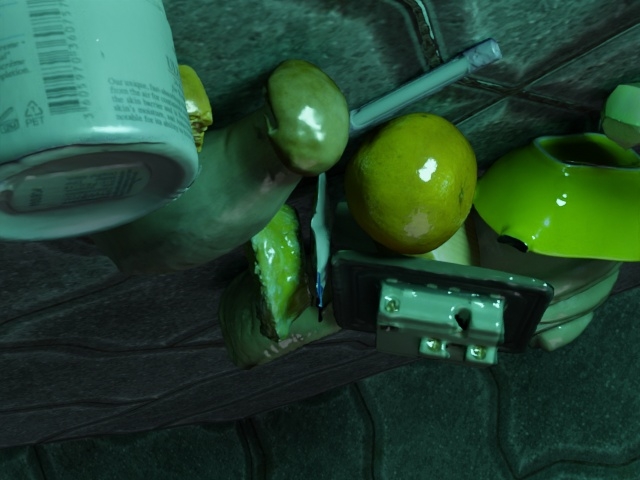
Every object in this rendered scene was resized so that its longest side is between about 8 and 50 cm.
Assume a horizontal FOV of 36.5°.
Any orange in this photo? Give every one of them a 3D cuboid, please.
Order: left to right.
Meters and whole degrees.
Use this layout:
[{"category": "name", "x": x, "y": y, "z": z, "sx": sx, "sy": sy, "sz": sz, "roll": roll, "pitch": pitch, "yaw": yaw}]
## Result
[{"category": "orange", "x": 0.097, "y": -0.064, "z": 1.065, "sx": 0.136, "sy": 0.159, "sz": 0.159, "roll": 16, "pitch": -179, "yaw": 28}]

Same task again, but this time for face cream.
[{"category": "face cream", "x": -0.181, "y": -0.096, "z": 0.652, "sx": 0.177, "sy": 0.153, "sz": 0.177, "roll": -15, "pitch": 166, "yaw": -4}]

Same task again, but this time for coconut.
[{"category": "coconut", "x": 0.371, "y": -0.149, "z": 1.150, "sx": 0.083, "sy": 0.081, "sz": 0.082, "roll": 26, "pitch": 164, "yaw": -13}]

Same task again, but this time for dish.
[{"category": "dish", "x": 0.329, "y": -0.073, "z": 1.263, "sx": 0.262, "sy": 0.221, "sz": 0.108, "roll": -1, "pitch": 121, "yaw": -19}]

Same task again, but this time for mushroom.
[{"category": "mushroom", "x": -0.106, "y": -0.053, "z": 0.939, "sx": 0.128, "sy": 0.128, "sz": 0.350, "roll": 0, "pitch": 157, "yaw": -45}]

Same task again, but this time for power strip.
[{"category": "power strip", "x": 0.136, "y": 0.100, "z": 1.175, "sx": 0.257, "sy": 0.092, "sz": 0.251, "roll": 7, "pitch": 164, "yaw": 7}]

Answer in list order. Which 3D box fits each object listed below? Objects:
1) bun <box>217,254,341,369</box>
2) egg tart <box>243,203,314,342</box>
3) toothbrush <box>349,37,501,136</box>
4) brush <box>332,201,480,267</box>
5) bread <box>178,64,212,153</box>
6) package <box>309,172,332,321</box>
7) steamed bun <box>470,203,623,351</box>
[{"category": "bun", "x": -0.065, "y": 0.103, "z": 1.515, "sx": 0.244, "sy": 0.153, "sz": 0.244, "roll": -29, "pitch": 180, "yaw": 0}, {"category": "egg tart", "x": -0.053, "y": 0.029, "z": 1.167, "sx": 0.078, "sy": 0.197, "sz": 0.197, "roll": -12, "pitch": 165, "yaw": -3}, {"category": "toothbrush", "x": 0.036, "y": -0.122, "z": 1.019, "sx": 0.354, "sy": 0.024, "sz": 0.029, "roll": -25, "pitch": 168, "yaw": 33}, {"category": "brush", "x": 0.095, "y": -0.001, "z": 1.276, "sx": 0.166, "sy": 0.174, "sz": 0.266, "roll": -11, "pitch": 160, "yaw": 24}, {"category": "bread", "x": -0.187, "y": -0.097, "z": 0.818, "sx": 0.187, "sy": 0.065, "sz": 0.103, "roll": -14, "pitch": 167, "yaw": -8}, {"category": "package", "x": 0.000, "y": 0.000, "z": 1.153, "sx": 0.027, "sy": 0.173, "sz": 0.171, "roll": 3, "pitch": 165, "yaw": 0}, {"category": "steamed bun", "x": 0.319, "y": 0.055, "z": 1.520, "sx": 0.352, "sy": 0.247, "sz": 0.339, "roll": -22, "pitch": 163, "yaw": 40}]
